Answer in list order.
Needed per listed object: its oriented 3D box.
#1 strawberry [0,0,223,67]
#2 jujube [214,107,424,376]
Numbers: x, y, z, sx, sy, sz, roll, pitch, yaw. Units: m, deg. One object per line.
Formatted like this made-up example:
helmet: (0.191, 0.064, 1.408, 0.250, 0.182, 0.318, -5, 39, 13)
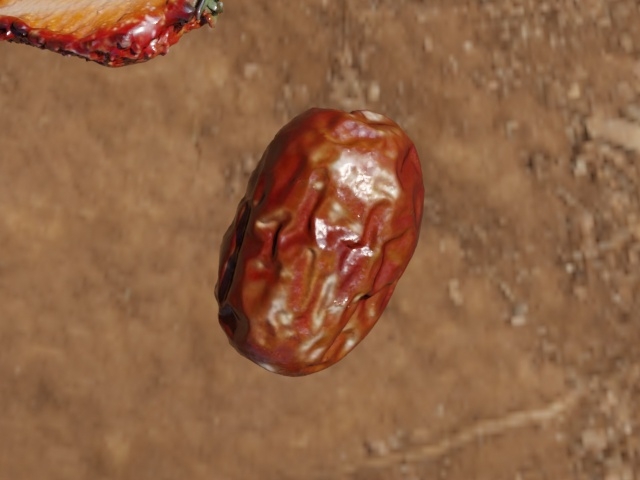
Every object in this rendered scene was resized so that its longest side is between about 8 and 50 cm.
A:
strawberry: (-0.121, -0.131, 1.090, 0.152, 0.104, 0.048, -8, 132, 11)
jujube: (0.000, 0.000, 1.733, 0.174, 0.174, 0.250, 19, 101, -14)
